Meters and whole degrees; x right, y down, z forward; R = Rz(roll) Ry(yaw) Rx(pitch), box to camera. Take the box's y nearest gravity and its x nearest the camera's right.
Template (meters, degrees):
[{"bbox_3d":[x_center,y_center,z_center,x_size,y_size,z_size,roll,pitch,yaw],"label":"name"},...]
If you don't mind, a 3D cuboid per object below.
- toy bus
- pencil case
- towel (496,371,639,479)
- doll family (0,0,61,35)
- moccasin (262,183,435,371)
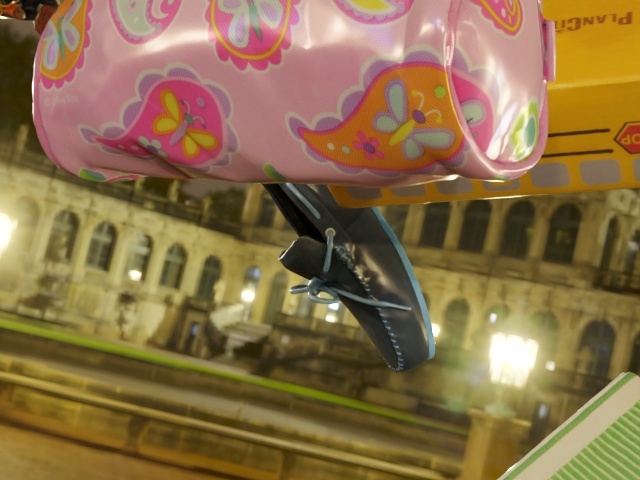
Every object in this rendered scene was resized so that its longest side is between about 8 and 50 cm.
[{"bbox_3d":[0.158,-0.103,0.712,0.332,0.108,0.130,-4,-38,21],"label":"toy bus"},{"bbox_3d":[-0.023,-0.088,0.554,0.284,0.124,0.124,1,-13,36],"label":"pencil case"},{"bbox_3d":[0.295,0.230,0.851,0.325,0.248,0.038,22,-41,54],"label":"towel"},{"bbox_3d":[-0.253,-0.210,0.869,0.193,0.076,0.111,9,22,28],"label":"doll family"},{"bbox_3d":[0.000,0.000,1.152,0.116,0.342,0.138,-28,-8,-20],"label":"moccasin"}]
